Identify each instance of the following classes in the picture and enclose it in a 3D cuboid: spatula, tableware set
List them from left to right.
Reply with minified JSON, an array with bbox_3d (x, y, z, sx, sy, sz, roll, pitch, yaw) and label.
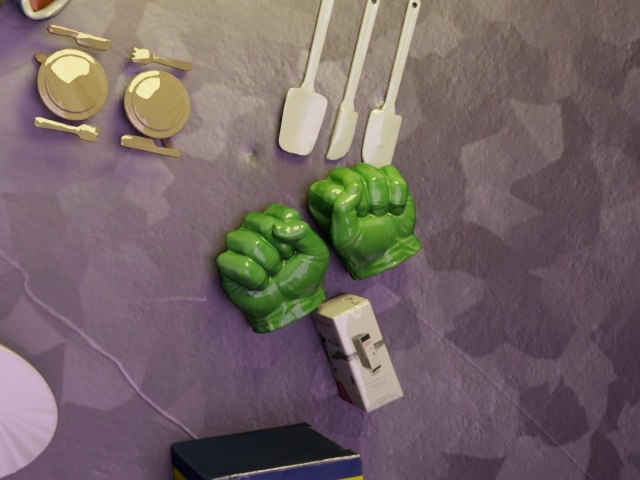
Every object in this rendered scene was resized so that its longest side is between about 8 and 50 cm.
[{"bbox_3d":[-0.254,-0.174,1.584,0.194,0.039,0.128,12,78,-27],"label":"tableware set"},{"bbox_3d":[0.043,-0.218,1.701,0.168,0.019,0.242,14,90,-20],"label":"spatula"}]

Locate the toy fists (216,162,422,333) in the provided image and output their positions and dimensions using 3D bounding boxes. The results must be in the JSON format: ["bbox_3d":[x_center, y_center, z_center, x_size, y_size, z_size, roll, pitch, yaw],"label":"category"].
[{"bbox_3d":[0.000,0.000,1.661,0.279,0.096,0.142,-28,102,-15],"label":"toy fists"}]

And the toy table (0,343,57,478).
[{"bbox_3d":[-0.448,0.177,1.472,0.274,0.161,0.252,23,87,-20],"label":"toy table"}]

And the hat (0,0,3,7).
[{"bbox_3d":[-0.497,-0.347,1.407,0.134,0.331,0.331,-33,109,25],"label":"hat"}]

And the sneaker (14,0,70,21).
[{"bbox_3d":[-0.281,-0.354,1.494,0.087,0.092,0.228,22,106,-17],"label":"sneaker"}]

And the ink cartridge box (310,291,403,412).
[{"bbox_3d":[0.045,0.144,1.686,0.056,0.099,0.135,-23,101,-16],"label":"ink cartridge box"}]

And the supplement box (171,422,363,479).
[{"bbox_3d":[-0.059,0.430,1.620,0.195,0.194,0.356,-6,97,-20],"label":"supplement box"}]
